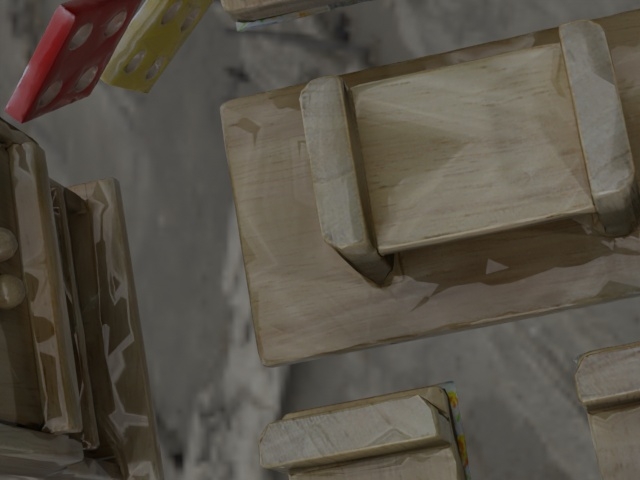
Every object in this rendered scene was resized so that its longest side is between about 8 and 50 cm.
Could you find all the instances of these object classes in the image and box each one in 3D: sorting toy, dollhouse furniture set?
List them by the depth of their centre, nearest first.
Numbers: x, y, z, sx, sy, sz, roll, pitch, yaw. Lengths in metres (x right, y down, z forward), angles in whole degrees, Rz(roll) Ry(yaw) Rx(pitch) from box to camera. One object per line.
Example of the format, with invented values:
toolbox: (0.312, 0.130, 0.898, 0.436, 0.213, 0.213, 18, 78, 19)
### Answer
dollhouse furniture set: (0.000, 0.000, 0.494, 0.161, 0.242, 0.212, 42, -143, -74)
sorting toy: (-0.036, -0.158, 0.582, 0.046, 0.132, 0.274, 38, 122, 10)
